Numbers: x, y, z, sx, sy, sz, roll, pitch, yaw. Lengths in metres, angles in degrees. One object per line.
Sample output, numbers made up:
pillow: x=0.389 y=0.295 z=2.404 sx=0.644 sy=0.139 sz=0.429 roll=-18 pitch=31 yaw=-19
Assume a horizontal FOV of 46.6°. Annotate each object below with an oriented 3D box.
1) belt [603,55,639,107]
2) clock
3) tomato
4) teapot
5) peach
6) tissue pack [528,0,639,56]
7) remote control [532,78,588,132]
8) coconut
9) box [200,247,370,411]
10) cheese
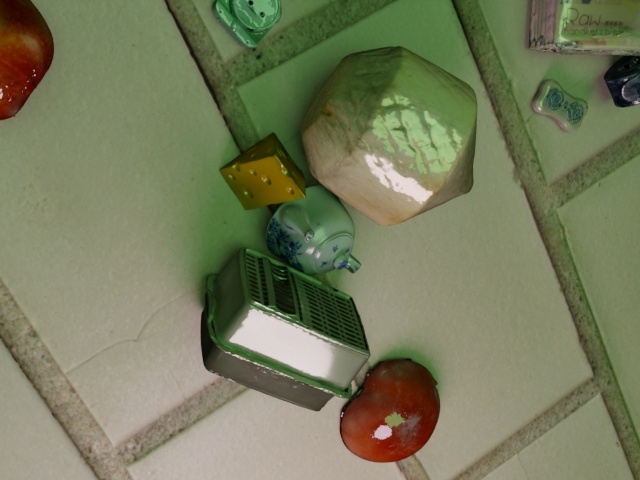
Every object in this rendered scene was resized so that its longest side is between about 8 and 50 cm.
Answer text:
belt: x=0.666 y=-0.347 z=1.506 sx=0.190 sy=0.141 sz=0.082 roll=-35 pitch=108 yaw=-8
clock: x=-0.111 y=-0.403 z=1.266 sx=0.135 sy=0.041 sz=0.101 roll=-48 pitch=112 yaw=-6
tomato: x=0.159 y=0.359 z=1.476 sx=0.199 sy=0.112 sz=0.228 roll=32 pitch=91 yaw=-24
teapot: x=0.000 y=0.000 z=1.308 sx=0.159 sy=0.159 sz=0.232 roll=-58 pitch=148 yaw=-2
peach: x=-0.498 y=-0.279 z=1.052 sx=0.231 sy=0.231 sz=0.230 roll=-4 pitch=101 yaw=-19
tissue pack: x=0.536 y=-0.532 z=1.433 sx=0.242 sy=0.125 sz=0.343 roll=-4 pitch=104 yaw=-20
remote control: x=0.490 y=-0.274 z=1.515 sx=0.122 sy=0.032 sz=0.074 roll=25 pitch=91 yaw=-23
coconut: x=0.134 y=-0.167 z=1.273 sx=0.329 sy=0.329 sz=0.328 roll=-4 pitch=101 yaw=-19
box: x=-0.068 y=0.158 z=1.295 sx=0.291 sy=0.220 sz=0.166 roll=26 pitch=112 yaw=-23
cheese: x=-0.080 y=-0.113 z=1.263 sx=0.126 sy=0.171 sz=0.093 roll=-36 pitch=110 yaw=-11
